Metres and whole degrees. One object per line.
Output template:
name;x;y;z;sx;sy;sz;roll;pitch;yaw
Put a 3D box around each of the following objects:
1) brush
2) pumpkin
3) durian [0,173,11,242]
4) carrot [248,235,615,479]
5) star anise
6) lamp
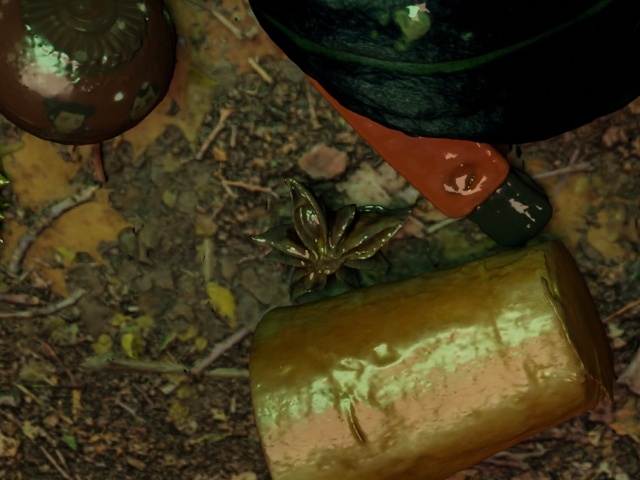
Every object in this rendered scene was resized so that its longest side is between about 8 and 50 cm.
brush;0.052;-0.109;1.005;0.323;0.051;0.070;41;118;-10
pumpkin;0.102;-0.240;0.768;0.266;0.363;0.363;21;124;38
durian;-0.356;-0.011;1.103;0.187;0.153;0.260;-3;126;-15
carrot;0.094;0.113;1.033;0.254;0.196;0.196;-19;111;18
star anise;-0.001;0.009;1.073;0.124;0.056;0.129;13;131;-18
lamp;-0.190;-0.146;0.991;0.157;0.156;0.135;68;155;11
